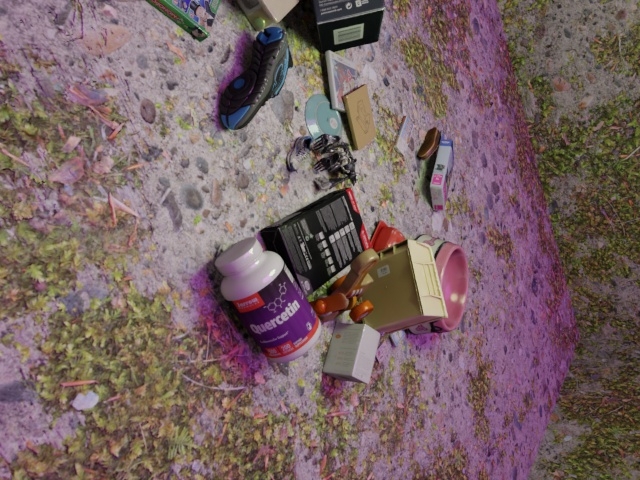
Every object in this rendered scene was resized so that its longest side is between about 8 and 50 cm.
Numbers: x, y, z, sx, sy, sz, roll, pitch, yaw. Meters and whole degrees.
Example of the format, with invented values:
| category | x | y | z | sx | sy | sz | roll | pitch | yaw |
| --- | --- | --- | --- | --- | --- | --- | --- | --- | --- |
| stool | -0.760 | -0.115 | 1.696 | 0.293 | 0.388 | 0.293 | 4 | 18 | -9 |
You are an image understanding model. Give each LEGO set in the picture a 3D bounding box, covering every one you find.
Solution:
| category | x | y | z | sx | sy | sz | roll | pitch | yaw |
| --- | --- | --- | --- | --- | --- | --- | --- | --- | --- |
| LEGO set | 0.231 | 0.341 | 1.683 | 0.244 | 0.060 | 0.182 | -37 | 107 | -42 |

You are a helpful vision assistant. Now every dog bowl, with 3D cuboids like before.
| category | x | y | z | sx | sy | sz | roll | pitch | yaw |
| --- | --- | --- | --- | --- | --- | --- | --- | --- | --- |
| dog bowl | 0.465 | 0.181 | 1.821 | 0.408 | 0.150 | 0.408 | -11 | 103 | -55 |

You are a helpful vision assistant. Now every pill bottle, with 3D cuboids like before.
| category | x | y | z | sx | sy | sz | roll | pitch | yaw |
| --- | --- | --- | --- | --- | --- | --- | --- | --- | --- |
| pill bottle | -0.142 | 0.157 | 1.225 | 0.181 | 0.181 | 0.323 | -49 | 119 | -38 |

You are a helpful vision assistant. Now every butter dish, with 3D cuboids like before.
| category | x | y | z | sx | sy | sz | roll | pitch | yaw |
| --- | --- | --- | --- | --- | --- | --- | --- | --- | --- |
| butter dish | 0.276 | 0.021 | 1.726 | 0.160 | 0.118 | 0.160 | 49 | 53 | -31 |

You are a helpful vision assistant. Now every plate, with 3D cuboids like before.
| category | x | y | z | sx | sy | sz | roll | pitch | yaw |
| --- | --- | --- | --- | --- | --- | --- | --- | --- | --- |
| plate | 0.020 | -0.414 | 1.584 | 0.188 | 0.024 | 0.188 | 9 | 77 | -45 |

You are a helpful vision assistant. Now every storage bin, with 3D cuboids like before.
| category | x | y | z | sx | sy | sz | roll | pitch | yaw |
| --- | --- | --- | --- | --- | --- | --- | --- | --- | --- |
| storage bin | 0.259 | 0.161 | 1.552 | 0.123 | 0.262 | 0.260 | 9 | 64 | -39 |

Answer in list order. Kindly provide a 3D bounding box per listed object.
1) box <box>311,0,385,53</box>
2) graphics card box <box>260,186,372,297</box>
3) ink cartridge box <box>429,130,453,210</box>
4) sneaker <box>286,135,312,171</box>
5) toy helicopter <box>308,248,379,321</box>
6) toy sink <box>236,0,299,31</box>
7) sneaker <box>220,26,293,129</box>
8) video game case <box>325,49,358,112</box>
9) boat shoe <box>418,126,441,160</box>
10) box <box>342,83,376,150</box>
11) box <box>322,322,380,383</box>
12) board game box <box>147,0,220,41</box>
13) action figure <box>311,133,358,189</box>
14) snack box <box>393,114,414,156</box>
| category | x | y | z | sx | sy | sz | roll | pitch | yaw |
| --- | --- | --- | --- | --- | --- | --- | --- | --- | --- |
| box | 0.059 | -0.851 | 1.455 | 0.293 | 0.212 | 0.395 | -60 | 138 | -83 |
| graphics card box | 0.000 | 0.000 | 1.458 | 0.371 | 0.094 | 0.233 | -34 | 110 | -44 |
| ink cartridge box | 0.548 | -0.311 | 2.049 | 0.186 | 0.065 | 0.311 | 61 | 40 | -56 |
| sneaker | -0.062 | -0.280 | 1.455 | 0.052 | 0.058 | 0.135 | 36 | 61 | -37 |
| toy helicopter | 0.072 | 0.143 | 1.373 | 0.235 | 0.355 | 0.140 | -21 | 63 | -30 |
| toy sink | -0.164 | -0.729 | 1.355 | 0.153 | 0.131 | 0.234 | 50 | 47 | -29 |
| sneaker | -0.165 | -0.442 | 1.321 | 0.341 | 0.125 | 0.140 | -64 | 154 | -16 |
| video game case | 0.086 | -0.558 | 1.651 | 0.183 | 0.023 | 0.201 | -7 | 90 | -56 |
| boat shoe | 0.497 | -0.419 | 2.046 | 0.073 | 0.073 | 0.207 | 51 | 52 | -27 |
| box | 0.148 | -0.454 | 1.688 | 0.164 | 0.021 | 0.201 | -45 | 128 | -45 |
| box | 0.102 | 0.363 | 1.490 | 0.091 | 0.130 | 0.170 | 38 | 60 | -36 |
| board game box | -0.352 | -0.726 | 1.219 | 0.213 | 0.046 | 0.317 | 28 | 65 | -40 |
| action figure | 0.041 | -0.259 | 1.509 | 0.275 | 0.141 | 0.164 | 16 | 64 | -72 |
| snack box | 0.352 | -0.440 | 1.934 | 0.064 | 0.022 | 0.178 | 40 | 58 | -35 |
